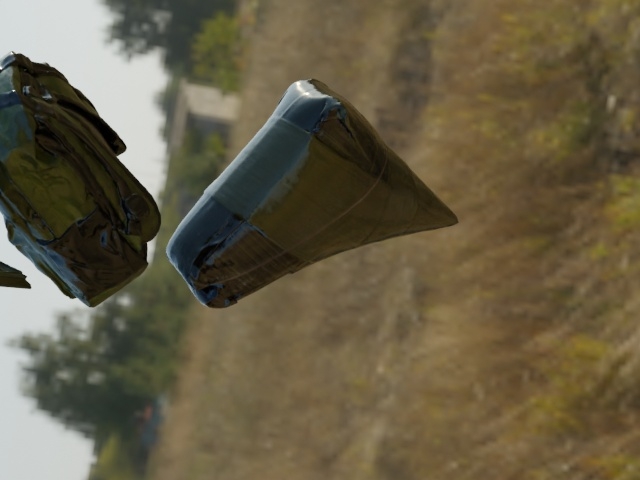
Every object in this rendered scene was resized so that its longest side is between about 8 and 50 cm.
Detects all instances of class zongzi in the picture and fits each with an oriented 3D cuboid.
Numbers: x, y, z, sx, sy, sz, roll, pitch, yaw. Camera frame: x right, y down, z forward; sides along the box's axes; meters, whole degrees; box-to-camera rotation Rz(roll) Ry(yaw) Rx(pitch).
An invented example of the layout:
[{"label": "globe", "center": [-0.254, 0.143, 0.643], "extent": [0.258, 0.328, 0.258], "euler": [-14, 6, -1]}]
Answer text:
[{"label": "zongzi", "center": [0.000, 0.000, 2.004], "extent": [0.289, 0.317, 0.154], "euler": [-49, 37, 1]}]

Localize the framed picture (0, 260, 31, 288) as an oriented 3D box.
[{"label": "framed picture", "center": [-0.376, -0.009, 1.447], "extent": [0.014, 0.197, 0.252], "euler": [-65, -12, 2]}]

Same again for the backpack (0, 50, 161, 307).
[{"label": "backpack", "center": [-0.266, -0.070, 1.663], "extent": [0.253, 0.140, 0.207], "euler": [56, -177, -43]}]
